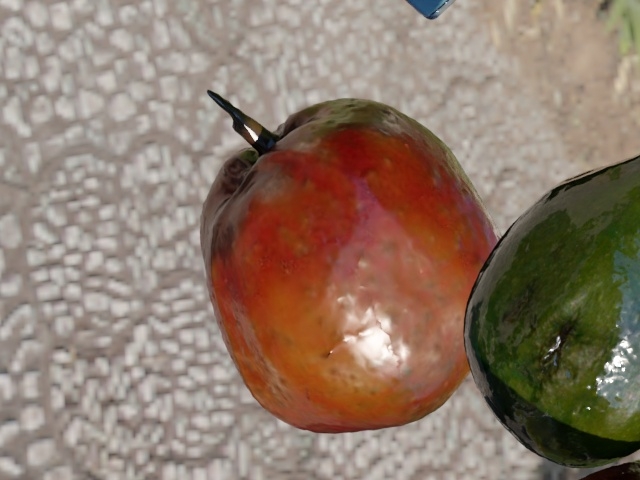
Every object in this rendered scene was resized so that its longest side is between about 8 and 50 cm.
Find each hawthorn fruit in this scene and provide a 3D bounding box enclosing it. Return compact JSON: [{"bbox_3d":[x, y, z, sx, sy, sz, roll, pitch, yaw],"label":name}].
[{"bbox_3d":[0.000,0.000,1.305,0.300,0.254,0.254,46,42,-20],"label":"hawthorn fruit"}]

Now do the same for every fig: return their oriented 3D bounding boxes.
[{"bbox_3d":[0.128,0.010,0.721,0.117,0.117,0.177,-35,147,-58],"label":"fig"}]

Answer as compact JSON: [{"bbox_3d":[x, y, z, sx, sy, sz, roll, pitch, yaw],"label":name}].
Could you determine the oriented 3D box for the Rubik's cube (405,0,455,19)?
[{"bbox_3d":[0.053,-0.325,1.107,0.231,0.224,0.221,28,25,-55],"label":"Rubik's cube"}]

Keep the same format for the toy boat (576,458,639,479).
[{"bbox_3d":[0.117,0.166,0.648,0.392,0.079,0.136,-8,86,-54],"label":"toy boat"}]
